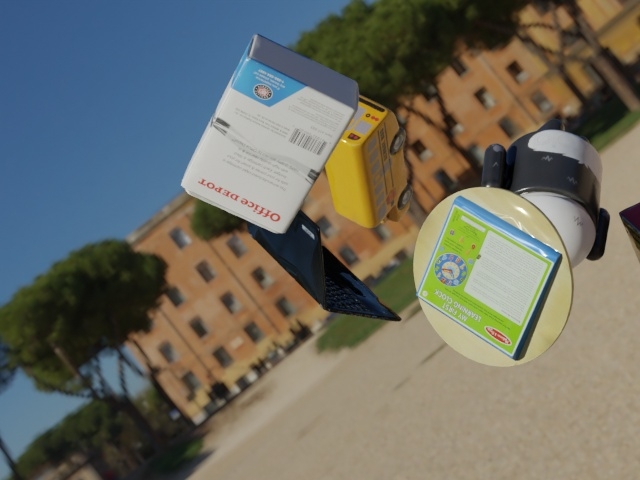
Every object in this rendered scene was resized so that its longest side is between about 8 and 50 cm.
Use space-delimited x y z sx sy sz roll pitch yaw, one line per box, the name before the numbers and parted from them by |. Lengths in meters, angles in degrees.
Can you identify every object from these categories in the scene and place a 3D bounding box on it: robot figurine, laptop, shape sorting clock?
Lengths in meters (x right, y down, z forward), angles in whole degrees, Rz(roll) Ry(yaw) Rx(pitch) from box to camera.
robot figurine | 0.375 -0.069 1.927 0.173 0.209 0.278 79 -159 -47
laptop | 0.000 0.000 1.815 0.264 0.234 0.136 12 -67 -43
shape sorting clock | 0.193 0.041 1.310 0.206 0.206 0.040 -41 -19 34

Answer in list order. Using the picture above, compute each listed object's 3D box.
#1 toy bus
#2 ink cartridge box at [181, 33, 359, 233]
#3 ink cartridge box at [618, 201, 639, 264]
toy bus | 0.084 -0.135 2.143 0.130 0.108 0.332 -52 -26 -22
ink cartridge box | -0.060 -0.123 1.362 0.190 0.140 0.082 -58 14 31
ink cartridge box | 0.625 0.029 1.915 0.130 0.272 0.309 -28 22 2
